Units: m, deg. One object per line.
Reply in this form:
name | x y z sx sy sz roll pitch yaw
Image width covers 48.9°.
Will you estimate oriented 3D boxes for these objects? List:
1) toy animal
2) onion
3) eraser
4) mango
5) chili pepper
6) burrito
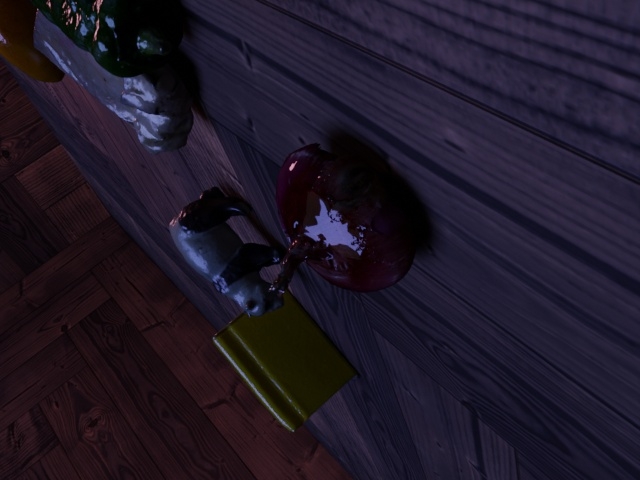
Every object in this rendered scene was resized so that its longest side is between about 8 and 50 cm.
toy animal | -0.135 0.020 1.083 0.225 0.121 0.094 49 164 4
onion | 0.000 0.000 0.618 0.150 0.140 0.150 42 160 19
eraser | -0.065 0.204 1.231 0.226 0.158 0.069 50 167 8
mango | -0.569 -0.406 1.340 0.154 0.126 0.252 52 170 44
chili pepper | -0.245 -0.268 0.777 0.270 0.136 0.099 40 -154 25
burrito | -0.287 -0.253 0.939 0.348 0.107 0.175 41 146 26
